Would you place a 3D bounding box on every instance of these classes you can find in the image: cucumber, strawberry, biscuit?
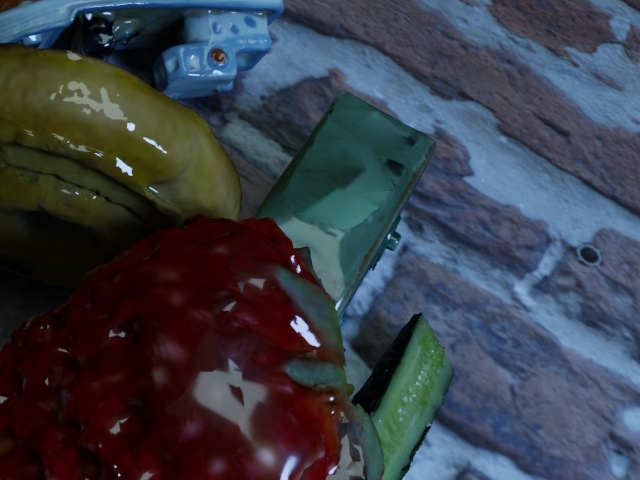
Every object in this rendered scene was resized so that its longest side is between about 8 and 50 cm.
[{"bbox_3d":[0.056,0.158,1.126,0.078,0.062,0.211,56,37,-18],"label":"cucumber"},{"bbox_3d":[-0.139,0.156,0.912,0.345,0.295,0.317,-14,92,-11],"label":"strawberry"},{"bbox_3d":[-0.213,-0.041,1.024,0.296,0.296,0.102,17,59,-8],"label":"biscuit"}]

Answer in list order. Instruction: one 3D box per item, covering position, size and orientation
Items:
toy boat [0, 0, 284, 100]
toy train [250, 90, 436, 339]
[{"bbox_3d":[-0.204,-0.214,1.293,0.331,0.145,0.133,-5,81,-25],"label":"toy boat"},{"bbox_3d":[0.000,0.000,1.169,0.129,0.159,0.326,28,47,6],"label":"toy train"}]
